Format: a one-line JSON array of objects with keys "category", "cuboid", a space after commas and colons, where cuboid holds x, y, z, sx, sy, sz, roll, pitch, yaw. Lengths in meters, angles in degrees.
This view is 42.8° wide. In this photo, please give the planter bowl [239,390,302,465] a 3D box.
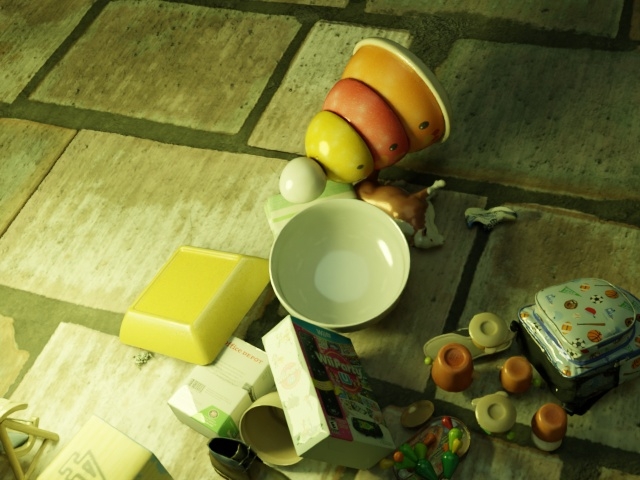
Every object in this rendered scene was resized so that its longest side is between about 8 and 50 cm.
[{"category": "planter bowl", "cuboid": [-0.084, 0.401, 1.813, 0.162, 0.162, 0.109, 7, 26, 17]}]

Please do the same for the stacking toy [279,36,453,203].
[{"category": "stacking toy", "cuboid": [0.079, -0.264, 2.138, 0.480, 0.351, 0.350, -44, 56, -13]}]

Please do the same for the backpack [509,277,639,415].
[{"category": "backpack", "cuboid": [0.594, 0.204, 1.796, 0.263, 0.213, 0.277, -14, 47, -14]}]

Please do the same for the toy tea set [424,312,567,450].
[{"category": "toy tea set", "cuboid": [0.388, 0.331, 1.793, 0.200, 0.124, 0.336, -27, 59, -12]}]

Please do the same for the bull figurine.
[{"category": "bull figurine", "cuboid": [0.220, -0.097, 2.170, 0.310, 0.101, 0.188, 29, 59, 29]}]

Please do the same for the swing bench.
[{"category": "swing bench", "cuboid": [-0.780, 0.431, 1.849, 0.253, 0.255, 0.165, 9, 54, 18]}]

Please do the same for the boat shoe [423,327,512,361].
[{"category": "boat shoe", "cuboid": [0.345, 0.241, 1.914, 0.206, 0.075, 0.065, -11, 7, 9]}]

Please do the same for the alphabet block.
[{"category": "alphabet block", "cuboid": [-0.458, 0.528, 1.750, 0.193, 0.192, 0.197, 22, 60, 28]}]

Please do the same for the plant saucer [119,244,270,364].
[{"category": "plant saucer", "cuboid": [-0.322, 0.133, 2.047, 0.332, 0.081, 0.333, 8, 51, 37]}]

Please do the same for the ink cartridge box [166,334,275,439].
[{"category": "ink cartridge box", "cuboid": [-0.222, 0.347, 1.907, 0.160, 0.093, 0.219, 24, 59, 29]}]

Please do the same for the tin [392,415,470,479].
[{"category": "tin", "cuboid": [0.240, 0.460, 1.761, 0.189, 0.040, 0.106, -35, 49, -16]}]

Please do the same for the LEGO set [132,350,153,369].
[{"category": "LEGO set", "cuboid": [-0.448, 0.282, 2.050, 0.054, 0.023, 0.083, -14, 51, 0]}]

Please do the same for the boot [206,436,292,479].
[{"category": "boot", "cuboid": [-0.156, 0.496, 1.766, 0.219, 0.106, 0.082, 17, 57, 23]}]

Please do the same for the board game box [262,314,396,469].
[{"category": "board game box", "cuboid": [0.015, 0.333, 1.784, 0.097, 0.224, 0.303, -42, 48, 21]}]

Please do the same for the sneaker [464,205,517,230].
[{"category": "sneaker", "cuboid": [0.444, -0.052, 2.127, 0.135, 0.052, 0.058, -2, 61, 19]}]

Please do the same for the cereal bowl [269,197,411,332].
[{"category": "cereal bowl", "cuboid": [0.050, 0.073, 1.993, 0.338, 0.141, 0.339, -2, 68, 4]}]

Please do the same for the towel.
[{"category": "towel", "cuboid": [0.000, 0.000, 2.135, 0.247, 0.038, 0.325, -15, 63, 0]}]

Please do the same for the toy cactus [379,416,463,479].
[{"category": "toy cactus", "cuboid": [0.233, 0.478, 1.673, 0.219, 0.112, 0.180, -33, 62, -25]}]

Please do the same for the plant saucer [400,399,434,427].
[{"category": "plant saucer", "cuboid": [0.218, 0.390, 1.816, 0.083, 0.015, 0.083, -27, 20, 11]}]
